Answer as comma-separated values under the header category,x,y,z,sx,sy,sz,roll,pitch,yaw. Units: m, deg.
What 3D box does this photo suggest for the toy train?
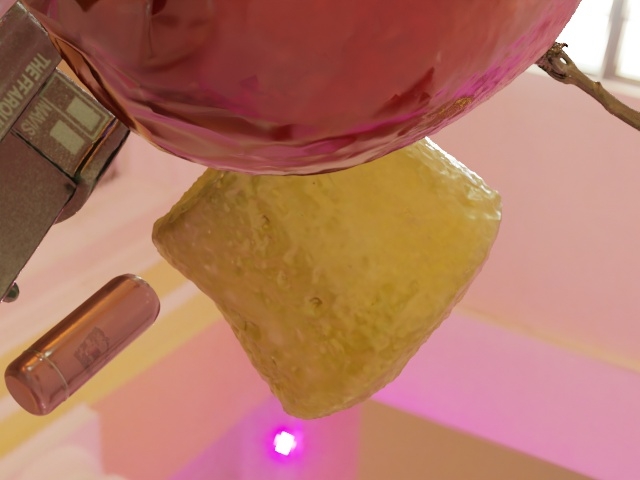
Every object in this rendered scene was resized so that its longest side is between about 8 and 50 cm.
category,x,y,z,sx,sy,sz,roll,pitch,yaw
toy train,-0.290,-0.046,1.197,0.178,0.138,0.330,41,-130,-18

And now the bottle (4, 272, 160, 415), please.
category,x,y,z,sx,sy,sz,roll,pitch,yaw
bottle,-0.193,0.084,1.183,0.140,0.053,0.053,-42,-40,-34

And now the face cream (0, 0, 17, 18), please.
category,x,y,z,sx,sy,sz,roll,pitch,yaw
face cream,-0.411,-0.186,1.677,0.274,0.154,0.096,-55,11,-3

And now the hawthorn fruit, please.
category,x,y,z,sx,sy,sz,roll,pitch,yaw
hawthorn fruit,0.000,-0.168,0.658,0.295,0.295,0.311,56,-142,-56

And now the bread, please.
category,x,y,z,sx,sy,sz,roll,pitch,yaw
bread,0.000,0.000,1.621,0.348,0.308,0.348,-49,4,5

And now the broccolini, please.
category,x,y,z,sx,sy,sz,roll,pitch,yaw
broccolini,0.300,-0.173,1.565,0.057,0.254,0.071,-44,27,45
